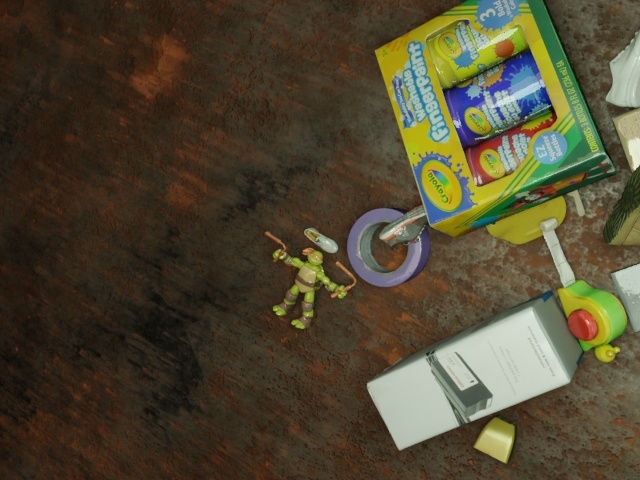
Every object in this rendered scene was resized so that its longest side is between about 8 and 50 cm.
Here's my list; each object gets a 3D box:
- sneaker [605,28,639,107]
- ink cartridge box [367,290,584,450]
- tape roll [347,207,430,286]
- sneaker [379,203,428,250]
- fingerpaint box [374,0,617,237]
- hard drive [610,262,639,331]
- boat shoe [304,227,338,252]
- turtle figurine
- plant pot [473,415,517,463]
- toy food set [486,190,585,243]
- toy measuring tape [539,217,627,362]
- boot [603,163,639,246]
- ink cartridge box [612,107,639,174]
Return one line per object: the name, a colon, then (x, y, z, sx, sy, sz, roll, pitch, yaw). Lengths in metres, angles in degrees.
sneaker: (0.651, -0.384, 1.478, 0.094, 0.080, 0.212, 22, 94, 55)
ink cartridge box: (0.339, 0.276, 1.539, 0.394, 0.285, 0.166, -30, 81, 24)
tape roll: (0.166, 0.015, 1.722, 0.189, 0.080, 0.189, 1, 93, 25)
sneaker: (0.214, -0.030, 1.632, 0.158, 0.061, 0.065, -30, 107, 25)
fingerpaint box: (0.359, -0.283, 1.517, 0.371, 0.163, 0.445, -23, 70, 25)
hard drive: (0.689, 0.116, 1.508, 0.094, 0.022, 0.135, -23, 83, 25)
boat shoe: (0.000, 0.000, 1.824, 0.100, 0.035, 0.035, 38, 108, 19)
turtle figurine: (-0.047, 0.102, 1.825, 0.269, 0.087, 0.217, 28, 112, 13)
plant pot: (0.410, 0.450, 1.632, 0.081, 0.081, 0.083, 22, 90, 23)
toy food set: (0.474, -0.079, 1.583, 0.217, 0.071, 0.128, -25, 106, 26)
toy measuring tape: (0.564, 0.104, 1.502, 0.121, 0.121, 0.330, -20, 93, 25)
boot: (0.714, -0.054, 1.353, 0.269, 0.089, 0.236, 10, 142, -2)
ink cartridge box: (0.726, -0.174, 1.438, 0.193, 0.088, 0.235, -20, 85, 24)
